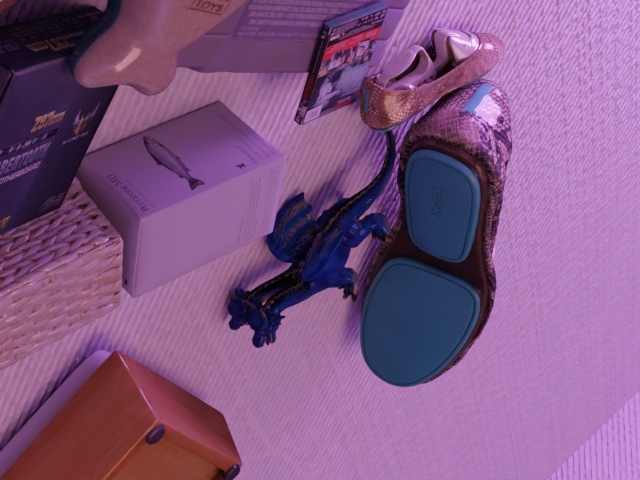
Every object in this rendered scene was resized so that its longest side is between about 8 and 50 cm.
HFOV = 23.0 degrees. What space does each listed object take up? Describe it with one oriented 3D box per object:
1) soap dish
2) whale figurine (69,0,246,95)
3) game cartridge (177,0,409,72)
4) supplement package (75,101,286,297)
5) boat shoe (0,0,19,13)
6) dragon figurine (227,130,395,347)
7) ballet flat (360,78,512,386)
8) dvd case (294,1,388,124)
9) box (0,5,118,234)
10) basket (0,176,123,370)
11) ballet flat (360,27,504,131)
[{"bbox_3d":[-0.224,0.261,1.754,0.229,0.118,0.291,-48,152,-2],"label":"soap dish"},{"bbox_3d":[-0.111,-0.242,1.215,0.216,0.141,0.272,-1,131,-54],"label":"whale figurine"},{"bbox_3d":[-0.011,-0.261,1.459,0.355,0.068,0.230,-9,137,-57],"label":"game cartridge"},{"bbox_3d":[-0.138,-0.042,1.521,0.179,0.105,0.105,-27,145,-35],"label":"supplement package"},{"bbox_3d":[-0.294,-0.189,1.135,0.257,0.095,0.095,-37,119,-14],"label":"boat shoe"},{"bbox_3d":[0.000,0.000,1.780,0.144,0.085,0.289,-3,129,-53],"label":"dragon figurine"},{"bbox_3d":[0.161,-0.009,1.924,0.182,0.164,0.483,-55,164,-36],"label":"ballet flat"},{"bbox_3d":[0.020,-0.174,1.553,0.087,0.013,0.119,-28,147,-41],"label":"dvd case"},{"bbox_3d":[-0.249,-0.089,1.279,0.183,0.059,0.233,-61,171,21],"label":"box"},{"bbox_3d":[-0.268,0.030,1.428,0.167,0.103,0.113,-30,147,-32],"label":"basket"},{"bbox_3d":[0.126,-0.194,1.742,0.206,0.073,0.067,-37,135,-28],"label":"ballet flat"}]
